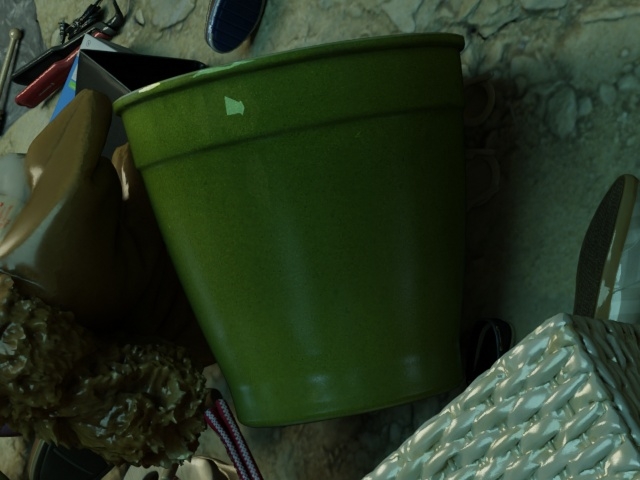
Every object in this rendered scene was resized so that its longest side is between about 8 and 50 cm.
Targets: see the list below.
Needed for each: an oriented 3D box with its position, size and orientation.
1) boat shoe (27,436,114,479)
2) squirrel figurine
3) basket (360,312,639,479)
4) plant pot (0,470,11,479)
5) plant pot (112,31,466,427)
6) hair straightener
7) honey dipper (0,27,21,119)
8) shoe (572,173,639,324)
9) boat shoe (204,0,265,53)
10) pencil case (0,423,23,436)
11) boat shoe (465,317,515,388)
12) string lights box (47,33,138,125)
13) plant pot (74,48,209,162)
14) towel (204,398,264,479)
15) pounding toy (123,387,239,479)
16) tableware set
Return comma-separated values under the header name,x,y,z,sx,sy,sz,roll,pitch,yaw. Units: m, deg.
name,x,y,z,sx,sy,sz,roll,pitch,yaw
boat shoe,-0.276,0.178,2.064,0.307,0.111,0.104,-59,34,-4
squirrel figurine,-0.238,0.089,1.811,0.281,0.370,0.397,-24,49,25
basket,0.237,0.280,1.435,0.331,0.266,0.328,-44,53,29
plant pot,-0.486,0.359,2.080,0.254,0.276,0.276,45,111,35
plant pot,0.000,0.000,1.687,0.366,0.366,0.352,-12,88,41
hair straightener,-0.353,-0.282,2.296,0.230,0.047,0.089,-38,56,30
honey dipper,-0.466,-0.234,2.406,0.030,0.030,0.160,8,83,45
shoe,0.286,0.045,1.600,0.076,0.058,0.219,169,116,-74
boat shoe,-0.106,-0.320,2.065,0.066,0.066,0.183,13,79,50
pencil case,-0.431,0.123,2.216,0.124,0.124,0.284,-26,61,37
boat shoe,0.167,0.145,1.692,0.049,0.042,0.133,5,84,42
string lights box,-0.301,-0.128,2.185,0.133,0.077,0.259,33,103,43
plant pot,-0.198,-0.118,2.022,0.188,0.187,0.167,40,118,42
towel,-0.049,0.307,1.727,0.031,0.275,0.199,-26,54,-6
pounding toy,-0.176,0.311,1.896,0.154,0.155,0.269,-18,65,37
tableware set,0.137,-0.106,1.800,0.141,0.020,0.168,-12,71,41
